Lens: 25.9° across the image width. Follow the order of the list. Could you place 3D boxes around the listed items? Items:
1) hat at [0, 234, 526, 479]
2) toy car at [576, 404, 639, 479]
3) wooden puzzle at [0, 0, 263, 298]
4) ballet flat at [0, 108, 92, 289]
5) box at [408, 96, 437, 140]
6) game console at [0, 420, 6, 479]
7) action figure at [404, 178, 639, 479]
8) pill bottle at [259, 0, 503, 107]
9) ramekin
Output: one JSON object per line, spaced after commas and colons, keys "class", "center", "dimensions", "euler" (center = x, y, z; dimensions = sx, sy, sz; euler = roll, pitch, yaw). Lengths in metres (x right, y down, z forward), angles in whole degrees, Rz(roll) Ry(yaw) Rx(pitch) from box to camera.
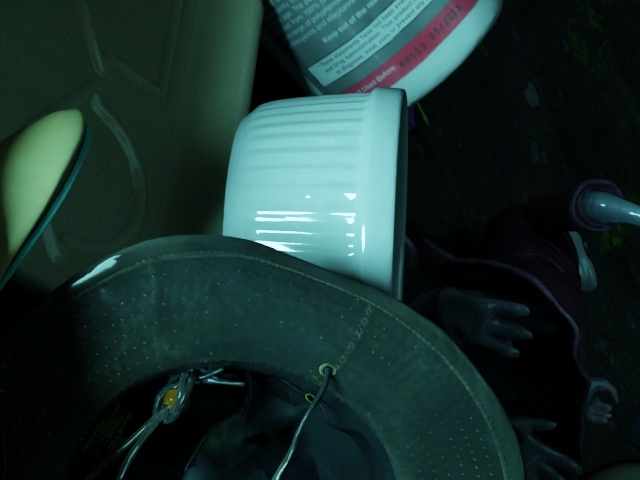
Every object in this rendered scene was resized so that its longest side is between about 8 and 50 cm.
{"class": "hat", "center": [-0.055, 0.151, 0.818], "dimensions": [0.331, 0.331, 0.134], "euler": [61, -7, -9]}
{"class": "toy car", "center": [0.293, 0.274, 1.248], "dimensions": [0.210, 0.238, 0.219], "euler": [30, 86, -2]}
{"class": "wooden puzzle", "center": [-0.200, -0.122, 0.870], "dimensions": [0.348, 0.080, 0.322], "euler": [32, 48, -33]}
{"class": "ballet flat", "center": [-0.199, 0.022, 0.714], "dimensions": [0.073, 0.080, 0.232], "euler": [30, 81, -23]}
{"class": "box", "center": [0.038, -0.158, 1.242], "dimensions": [0.162, 0.029, 0.116], "euler": [60, 35, -8]}
{"class": "game console", "center": [-0.332, -0.010, 0.557], "dimensions": [0.386, 0.060, 0.342], "euler": [-10, 89, -38]}
{"class": "action figure", "center": [0.167, 0.061, 1.218], "dimensions": [0.275, 0.248, 0.370], "euler": [18, 28, 4]}
{"class": "pill bottle", "center": [-0.019, -0.252, 1.080], "dimensions": [0.318, 0.176, 0.176], "euler": [47, 39, -16]}
{"class": "ramekin", "center": [0.000, 0.000, 0.930], "dimensions": [0.207, 0.109, 0.207], "euler": [2, 90, -84]}
